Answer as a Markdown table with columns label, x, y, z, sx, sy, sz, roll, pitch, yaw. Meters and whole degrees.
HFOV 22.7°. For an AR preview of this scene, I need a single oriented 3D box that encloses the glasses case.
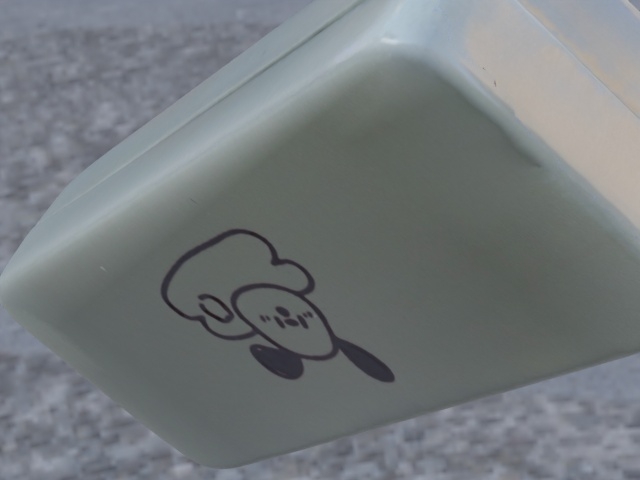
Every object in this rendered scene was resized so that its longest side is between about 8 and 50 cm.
| label | x | y | z | sx | sy | sz | roll | pitch | yaw |
| --- | --- | --- | --- | --- | --- | --- | --- | --- | --- |
| glasses case | 0.000 | 0.000 | 0.560 | 0.313 | 0.131 | 0.070 | -25 | 28 | 55 |
